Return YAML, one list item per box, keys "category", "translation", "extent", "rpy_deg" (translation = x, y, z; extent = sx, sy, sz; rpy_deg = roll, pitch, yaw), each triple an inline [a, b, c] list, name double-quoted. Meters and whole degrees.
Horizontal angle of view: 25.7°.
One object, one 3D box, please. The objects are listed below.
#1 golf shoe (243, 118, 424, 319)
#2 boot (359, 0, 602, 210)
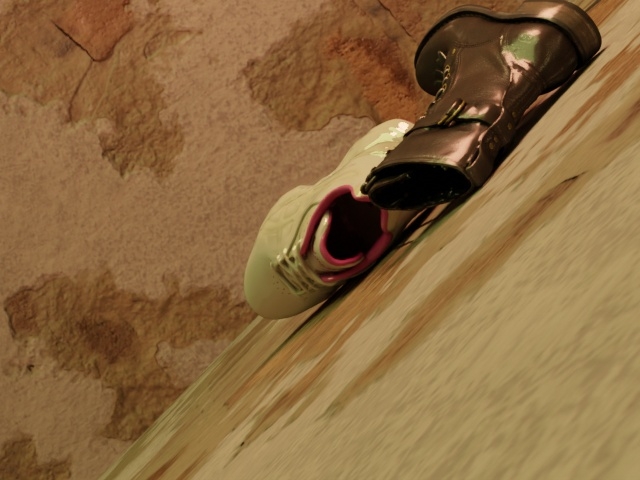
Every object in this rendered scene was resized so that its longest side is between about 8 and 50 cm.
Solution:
- category: "golf shoe"
  translation: [0.000, 0.000, 1.420]
  extent: [0.306, 0.115, 0.140]
  rpy_deg: [-45, 5, 40]
- category: "boot"
  translation: [0.112, -0.115, 1.268]
  extent: [0.229, 0.091, 0.263]
  rpy_deg: [-48, 19, -23]
